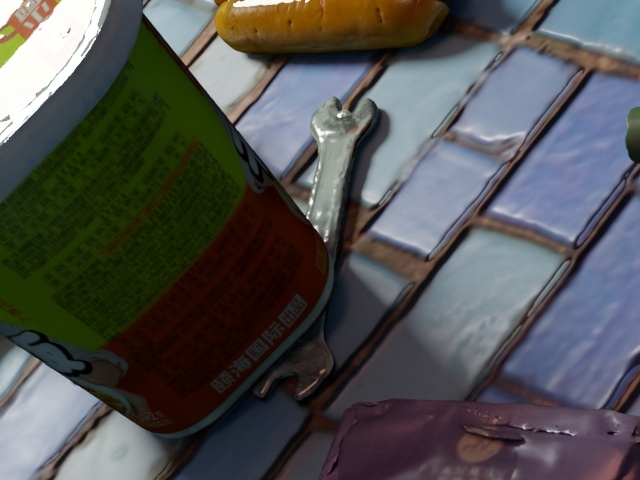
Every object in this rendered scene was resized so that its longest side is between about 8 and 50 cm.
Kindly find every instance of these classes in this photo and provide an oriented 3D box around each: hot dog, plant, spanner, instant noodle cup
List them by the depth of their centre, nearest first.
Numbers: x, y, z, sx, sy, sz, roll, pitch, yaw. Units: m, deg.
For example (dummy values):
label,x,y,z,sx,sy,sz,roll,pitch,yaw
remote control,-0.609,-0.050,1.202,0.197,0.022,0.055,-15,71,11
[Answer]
label,x,y,z,sx,sy,sz,roll,pitch,yaw
plant,0.263,-0.074,1.311,0.102,0.051,0.051,0,52,29
instant noodle cup,-0.164,-0.031,1.368,0.294,0.308,0.294,-25,42,25
spanner,0.000,0.000,1.460,0.071,0.017,0.302,-11,46,28
hot dog,0.009,-0.210,1.616,0.249,0.068,0.100,1,54,38

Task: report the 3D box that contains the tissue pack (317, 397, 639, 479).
label,x,y,z,sx,sy,sz,roll,pitch,yaw
tissue pack,0.073,0.262,1.069,0.242,0.125,0.344,1,55,36
